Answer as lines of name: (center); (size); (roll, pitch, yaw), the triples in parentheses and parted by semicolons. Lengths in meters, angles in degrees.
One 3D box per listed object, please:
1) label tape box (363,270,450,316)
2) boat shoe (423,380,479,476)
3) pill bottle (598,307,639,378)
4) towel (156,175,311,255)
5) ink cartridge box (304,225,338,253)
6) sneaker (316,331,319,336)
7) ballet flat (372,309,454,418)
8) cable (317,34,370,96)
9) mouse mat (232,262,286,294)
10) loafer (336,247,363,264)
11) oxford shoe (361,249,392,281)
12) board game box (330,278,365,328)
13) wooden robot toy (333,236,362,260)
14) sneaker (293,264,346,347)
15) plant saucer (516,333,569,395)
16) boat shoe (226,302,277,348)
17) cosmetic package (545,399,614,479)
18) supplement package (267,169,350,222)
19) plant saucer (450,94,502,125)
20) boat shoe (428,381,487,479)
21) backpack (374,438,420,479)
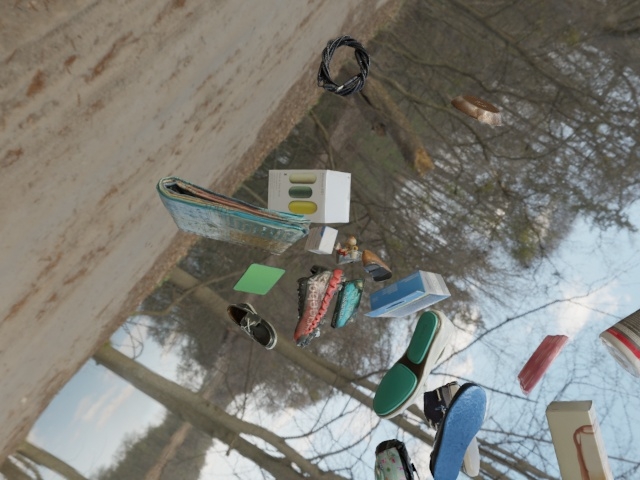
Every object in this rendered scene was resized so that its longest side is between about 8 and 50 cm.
label tape box: (0.346, 0.222, 1.757); (0.249, 0.115, 0.348); (-31, 153, 28)
boat shoe: (0.500, 0.731, 1.663); (0.158, 0.127, 0.340); (-24, -136, 26)
pill bottle: (1.109, 0.292, 1.396); (0.319, 0.176, 0.176); (-38, -176, 9)
towel: (-0.184, -0.035, 0.899); (0.370, 0.272, 0.040); (147, -42, -75)
ink cartridge box: (0.000, 0.000, 1.817); (0.181, 0.062, 0.104); (-3, -112, 69)
sneaker: (-0.049, 0.401, 2.153); (0.072, 0.190, 0.083); (-25, 148, 15)
ballet flat: (0.317, 0.415, 1.393); (0.399, 0.139, 0.139); (-63, 180, 5)
cable: (0.073, -0.522, 1.267); (0.047, 0.151, 0.184); (34, 72, -74)
mouse mat: (-0.241, 0.154, 1.684); (0.189, 0.153, 0.007); (-49, -140, 35)
loafer: (0.155, 0.087, 2.345); (0.268, 0.096, 0.084); (4, 103, -59)
oxford shoe: (0.206, 0.092, 1.557); (0.076, 0.075, 0.212); (-23, 147, 14)
board game box: (0.106, 0.239, 1.637); (0.126, 0.026, 0.186); (-6, 115, -46)
wooden robot toy: (0.125, 0.025, 1.767); (0.076, 0.173, 0.078); (-7, 114, -43)
sneaker: (-0.031, 0.189, 1.315); (0.275, 0.135, 0.097); (-62, 178, -26)
plant saucer: (1.009, 0.557, 1.969); (0.332, 0.084, 0.331); (-35, 145, -30)
boat shoe: (-0.231, 0.284, 1.427); (0.079, 0.233, 0.083); (21, 100, -48)
cosmetic package: (0.817, 0.668, 1.341); (0.129, 0.295, 0.153); (-17, 168, 34)
supplement package: (-0.043, -0.173, 1.683); (0.198, 0.263, 0.199); (-7, 100, -60)
plant saucer: (0.557, -0.467, 1.511); (0.198, 0.199, 0.036); (-59, 172, -54)
boat shoe: (0.318, 0.461, 1.056); (0.258, 0.109, 0.089); (-64, -175, 2)
backpack: (0.205, 0.652, 1.150); (0.115, 0.151, 0.181); (-22, -143, 11)
